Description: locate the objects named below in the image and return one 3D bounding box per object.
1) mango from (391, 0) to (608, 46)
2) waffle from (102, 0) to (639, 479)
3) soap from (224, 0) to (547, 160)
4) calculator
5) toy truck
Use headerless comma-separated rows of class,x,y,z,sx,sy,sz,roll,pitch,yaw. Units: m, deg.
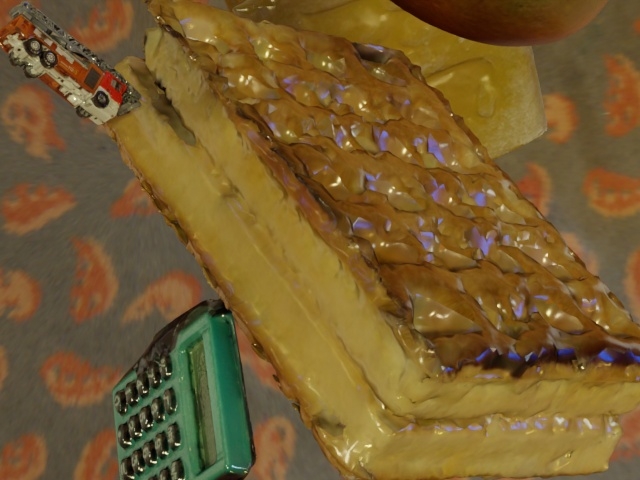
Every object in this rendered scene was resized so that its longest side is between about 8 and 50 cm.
mango,0.033,-0.194,0.574,0.129,0.146,0.289,-39,118,-1
waffle,0.028,-0.004,0.749,0.213,0.308,0.091,5,126,-43
soap,0.071,-0.215,1.477,0.293,0.156,0.335,-24,134,-2
calculator,-0.189,0.236,1.766,0.058,0.274,0.248,16,51,-36
toy truck,-0.129,-0.088,0.703,0.083,0.024,0.032,39,49,-26
